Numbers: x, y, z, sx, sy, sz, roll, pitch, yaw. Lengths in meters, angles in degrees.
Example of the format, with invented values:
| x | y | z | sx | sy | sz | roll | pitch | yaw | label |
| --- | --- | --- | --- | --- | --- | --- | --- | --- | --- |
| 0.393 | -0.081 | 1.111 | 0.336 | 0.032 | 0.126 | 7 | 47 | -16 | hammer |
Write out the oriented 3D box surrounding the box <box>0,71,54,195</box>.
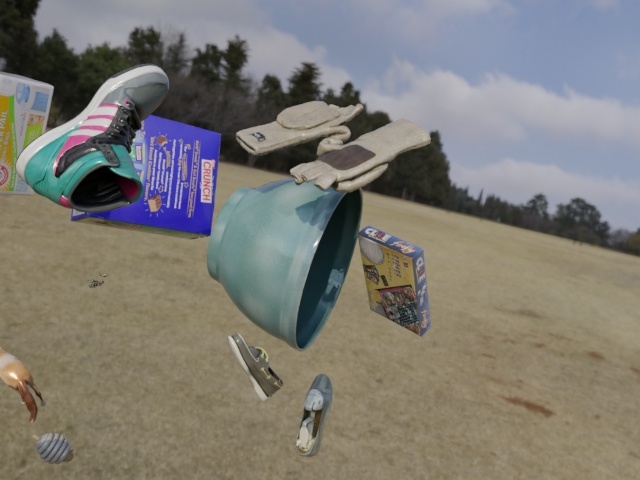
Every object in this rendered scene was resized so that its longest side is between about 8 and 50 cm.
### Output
| x | y | z | sx | sy | sz | roll | pitch | yaw | label |
| --- | --- | --- | --- | --- | --- | --- | --- | --- | --- |
| -0.559 | -0.187 | 1.116 | 0.103 | 0.203 | 0.114 | 19 | 11 | 24 | box |

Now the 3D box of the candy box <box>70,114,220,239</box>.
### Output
| x | y | z | sx | sy | sz | roll | pitch | yaw | label |
| --- | --- | --- | --- | --- | --- | --- | --- | --- | --- |
| -0.413 | -0.156 | 1.556 | 0.317 | 0.268 | 0.122 | 10 | -9 | -38 | candy box |

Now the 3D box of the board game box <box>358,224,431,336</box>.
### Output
| x | y | z | sx | sy | sz | roll | pitch | yaw | label |
| --- | --- | --- | --- | --- | --- | --- | --- | --- | --- |
| 0.174 | 0.096 | 1.510 | 0.042 | 0.243 | 0.165 | -37 | 43 | -29 | board game box |

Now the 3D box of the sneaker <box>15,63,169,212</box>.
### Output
| x | y | z | sx | sy | sz | roll | pitch | yaw | label |
| --- | --- | --- | --- | --- | --- | --- | --- | --- | --- |
| -0.330 | -0.154 | 1.053 | 0.178 | 0.295 | 0.124 | 41 | -14 | 23 | sneaker |

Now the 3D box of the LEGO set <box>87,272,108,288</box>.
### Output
| x | y | z | sx | sy | sz | roll | pitch | yaw | label |
| --- | --- | --- | --- | --- | --- | --- | --- | --- | --- |
| -0.680 | 0.128 | 1.964 | 0.054 | 0.023 | 0.083 | -5 | -26 | -36 | LEGO set |

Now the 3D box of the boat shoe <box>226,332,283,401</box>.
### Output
| x | y | z | sx | sy | sz | roll | pitch | yaw | label |
| --- | --- | --- | --- | --- | --- | --- | --- | --- | --- |
| -0.205 | 0.389 | 2.041 | 0.109 | 0.091 | 0.305 | 46 | -16 | 50 | boat shoe |

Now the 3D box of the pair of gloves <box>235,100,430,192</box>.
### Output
| x | y | z | sx | sy | sz | roll | pitch | yaw | label |
| --- | --- | --- | --- | --- | --- | --- | --- | --- | --- |
| 0.016 | -0.143 | 0.951 | 0.204 | 0.042 | 0.240 | -31 | 42 | -27 | pair of gloves |

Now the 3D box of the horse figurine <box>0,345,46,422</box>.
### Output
| x | y | z | sx | sy | sz | roll | pitch | yaw | label |
| --- | --- | --- | --- | --- | --- | --- | --- | --- | --- |
| -0.766 | 0.329 | 1.591 | 0.263 | 0.175 | 0.066 | 34 | 55 | 29 | horse figurine |

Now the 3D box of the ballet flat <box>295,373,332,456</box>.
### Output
| x | y | z | sx | sy | sz | roll | pitch | yaw | label |
| --- | --- | --- | --- | --- | --- | --- | --- | --- | --- |
| -0.018 | 0.451 | 1.659 | 0.072 | 0.213 | 0.068 | 6 | -8 | 32 | ballet flat |

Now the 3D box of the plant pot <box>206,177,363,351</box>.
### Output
| x | y | z | sx | sy | sz | roll | pitch | yaw | label |
| --- | --- | --- | --- | --- | --- | --- | --- | --- | --- |
| -0.070 | 0.017 | 1.102 | 0.196 | 0.293 | 0.293 | 19 | 4 | 13 | plant pot |

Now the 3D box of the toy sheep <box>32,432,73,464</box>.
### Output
| x | y | z | sx | sy | sz | roll | pitch | yaw | label |
| --- | --- | --- | --- | --- | --- | --- | --- | --- | --- |
| -0.757 | 0.586 | 1.820 | 0.132 | 0.091 | 0.091 | 36 | -5 | -20 | toy sheep |
